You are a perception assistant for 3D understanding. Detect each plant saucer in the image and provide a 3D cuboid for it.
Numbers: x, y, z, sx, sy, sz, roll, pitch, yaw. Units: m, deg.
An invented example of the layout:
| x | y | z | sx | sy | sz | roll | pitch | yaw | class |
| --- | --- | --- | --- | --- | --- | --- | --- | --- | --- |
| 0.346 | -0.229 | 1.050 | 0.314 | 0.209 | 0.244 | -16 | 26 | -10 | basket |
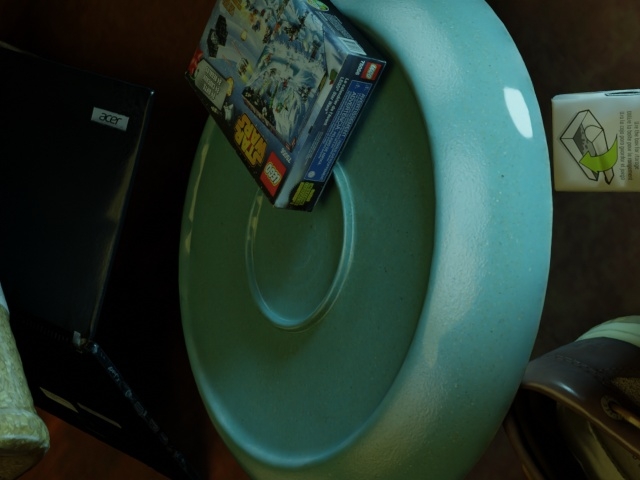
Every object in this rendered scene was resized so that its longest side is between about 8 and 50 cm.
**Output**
| x | y | z | sx | sy | sz | roll | pitch | yaw | class |
| --- | --- | --- | --- | --- | --- | --- | --- | --- | --- |
| 0.000 | 0.000 | 0.722 | 0.318 | 0.044 | 0.317 | -14 | 73 | 54 | plant saucer |

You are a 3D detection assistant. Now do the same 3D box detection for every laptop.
| x | y | z | sx | sy | sz | roll | pitch | yaw | class |
| --- | --- | --- | --- | --- | --- | --- | --- | --- | --- |
| -0.178 | 0.013 | 0.903 | 0.234 | 0.136 | 0.264 | 19 | 150 | 38 | laptop |

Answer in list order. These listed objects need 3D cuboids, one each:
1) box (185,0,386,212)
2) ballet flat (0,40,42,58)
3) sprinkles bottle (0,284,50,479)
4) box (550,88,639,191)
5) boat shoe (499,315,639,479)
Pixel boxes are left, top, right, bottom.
| x | y | z | sx | sy | sz | roll | pitch | yaw | class |
| --- | --- | --- | --- | --- | --- | --- | --- | --- | --- |
| -0.023 | -0.092 | 0.708 | 0.094 | 0.027 | 0.137 | -62 | 40 | 26 | box |
| -0.237 | -0.120 | 0.949 | 0.206 | 0.067 | 0.073 | 24 | 119 | 32 | ballet flat |
| -0.272 | -0.015 | 0.814 | 0.121 | 0.121 | 0.355 | -37 | 64 | 37 | sprinkles bottle |
| 0.191 | -0.045 | 0.517 | 0.114 | 0.207 | 0.036 | 2 | 98 | 39 | box |
| 0.198 | 0.190 | 0.600 | 0.123 | 0.123 | 0.342 | -44 | 69 | 35 | boat shoe |
